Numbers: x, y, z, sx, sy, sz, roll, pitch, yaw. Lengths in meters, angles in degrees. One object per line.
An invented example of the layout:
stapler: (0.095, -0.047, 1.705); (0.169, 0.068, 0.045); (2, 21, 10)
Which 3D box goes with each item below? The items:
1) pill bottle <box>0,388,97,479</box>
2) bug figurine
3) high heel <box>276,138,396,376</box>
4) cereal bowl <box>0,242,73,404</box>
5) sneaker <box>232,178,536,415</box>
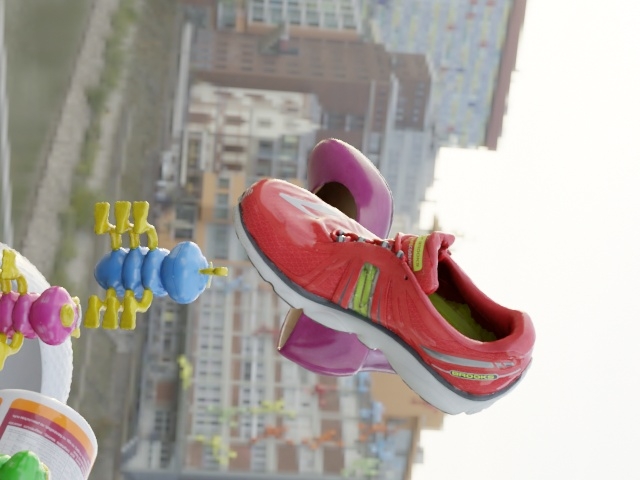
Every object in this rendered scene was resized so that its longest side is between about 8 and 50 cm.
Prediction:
pill bottle: (-0.280, 0.245, 1.028); (0.221, 0.121, 0.121); (-73, 175, -45)
bug figurine: (-0.172, 0.113, 0.842); (0.072, 0.216, 0.279); (22, 73, -65)
high heel: (0.000, 0.000, 1.470); (0.127, 0.181, 0.377); (-56, -142, 34)
cereal bowl: (-0.461, 0.150, 1.582); (0.141, 0.339, 0.339); (-8, 103, -67)
sneaker: (0.059, 0.022, 0.997); (0.107, 0.279, 0.118); (-52, 175, -46)
